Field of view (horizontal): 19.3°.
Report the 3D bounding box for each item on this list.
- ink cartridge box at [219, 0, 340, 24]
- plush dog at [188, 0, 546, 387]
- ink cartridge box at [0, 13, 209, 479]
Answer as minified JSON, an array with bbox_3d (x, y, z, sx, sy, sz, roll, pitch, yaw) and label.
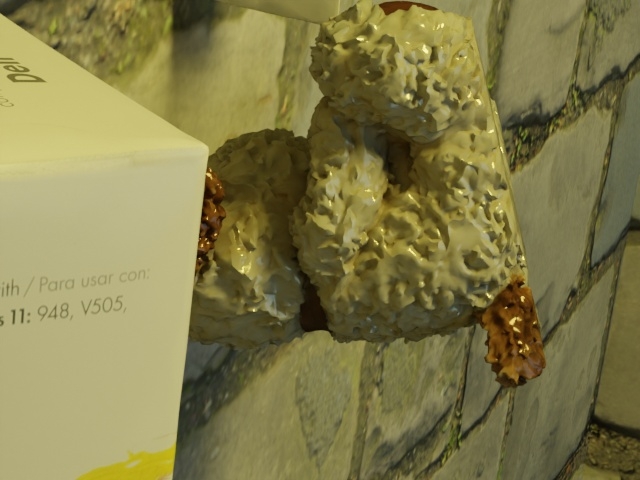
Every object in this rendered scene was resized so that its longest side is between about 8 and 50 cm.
[{"bbox_3d":[-0.012,-0.219,1.043,0.061,0.104,0.181,-31,133,-63],"label":"ink cartridge box"},{"bbox_3d":[0.000,0.000,1.079,0.262,0.225,0.210,47,32,-77],"label":"plush dog"},{"bbox_3d":[-0.144,0.036,0.684,0.119,0.207,0.353,-6,114,-32],"label":"ink cartridge box"}]
